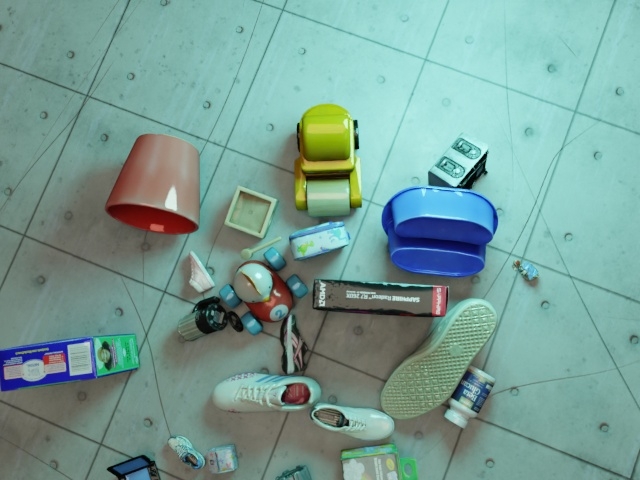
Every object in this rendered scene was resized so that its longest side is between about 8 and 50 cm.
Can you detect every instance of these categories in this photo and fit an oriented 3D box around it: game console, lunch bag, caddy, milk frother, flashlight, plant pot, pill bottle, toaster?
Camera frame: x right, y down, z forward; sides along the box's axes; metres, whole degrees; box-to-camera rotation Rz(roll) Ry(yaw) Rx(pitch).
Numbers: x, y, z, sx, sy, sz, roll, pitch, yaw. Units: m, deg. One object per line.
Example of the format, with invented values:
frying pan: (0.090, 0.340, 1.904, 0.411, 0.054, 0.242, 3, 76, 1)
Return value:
game console: (-0.555, 0.701, 1.793, 0.122, 0.071, 0.107, -20, 82, 1)
lunch bag: (-0.296, 0.654, 1.796, 0.083, 0.053, 0.071, -12, 81, 11)
caddy: (0.347, -0.036, 1.759, 0.341, 0.241, 0.179, 6, 40, 3)
lunch bag: (0.000, 0.000, 1.779, 0.176, 0.219, 0.090, -14, 89, 3)
milk frother: (-0.329, 0.256, 1.831, 0.135, 0.129, 0.143, -24, 114, 34)
flashlight: (-0.030, 0.812, 1.737, 0.103, 0.103, 0.304, -23, 81, -3)
plant pot: (-0.483, -0.173, 1.818, 0.275, 0.275, 0.243, 7, 74, 4)
pill bottle: (0.432, 0.457, 1.760, 0.094, 0.094, 0.169, 29, 85, 6)
toaster: (0.416, -0.210, 1.807, 0.110, 0.185, 0.168, 39, 82, 21)

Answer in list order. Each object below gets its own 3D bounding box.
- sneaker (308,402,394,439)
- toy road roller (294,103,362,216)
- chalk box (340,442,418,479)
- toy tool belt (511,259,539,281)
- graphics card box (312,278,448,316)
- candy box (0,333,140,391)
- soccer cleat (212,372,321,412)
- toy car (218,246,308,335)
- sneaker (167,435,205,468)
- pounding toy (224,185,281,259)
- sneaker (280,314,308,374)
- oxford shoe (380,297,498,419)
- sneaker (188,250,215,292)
sneaker: (0.089, 0.537, 1.769, 0.258, 0.091, 0.094, 6, 83, 4)
toy road roller: (0.019, -0.245, 1.798, 0.202, 0.240, 0.329, -2, 83, 3)
chalk box: (0.170, 0.666, 1.731, 0.213, 0.132, 0.132, -7, 81, 1)
toy tool belt: (0.623, 0.086, 1.818, 0.083, 0.051, 0.052, 44, 87, 8)
graphics card box: (0.166, 0.168, 1.742, 0.371, 0.233, 0.094, 4, 83, 3)
candy box: (-0.705, 0.341, 1.724, 0.268, 0.317, 0.122, -8, 84, 3)
soccer cleat: (-0.164, 0.447, 1.769, 0.331, 0.143, 0.116, -4, 83, 3)
toy car: (-0.179, 0.145, 1.760, 0.219, 0.238, 0.210, -39, 82, -2)
sneaker: (-0.403, 0.633, 1.800, 0.135, 0.058, 0.052, 35, 86, 7)
pounding toy: (-0.199, -0.042, 1.864, 0.181, 0.094, 0.206, 20, 94, 0)
sneaker: (-0.077, 0.315, 1.829, 0.077, 0.072, 0.178, 4, 78, -23)
oxford shoe: (0.349, 0.348, 1.771, 0.169, 0.130, 0.449, 38, 101, 1)
sneaker: (-0.390, 0.101, 1.870, 0.070, 0.051, 0.134, -31, 86, -6)
